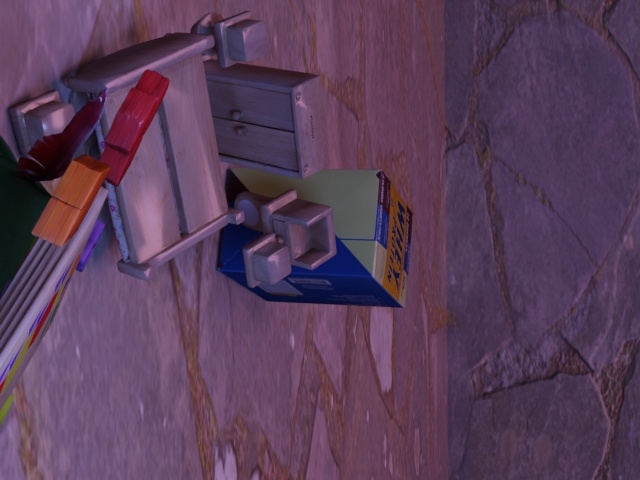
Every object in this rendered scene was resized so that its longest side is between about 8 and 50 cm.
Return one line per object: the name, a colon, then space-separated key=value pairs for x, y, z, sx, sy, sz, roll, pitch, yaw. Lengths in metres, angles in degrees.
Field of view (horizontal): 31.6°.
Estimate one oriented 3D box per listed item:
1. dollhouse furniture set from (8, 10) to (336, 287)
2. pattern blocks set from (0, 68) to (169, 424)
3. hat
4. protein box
dollhouse furniture set: x=-0.169 y=-0.059 z=1.139 sx=0.356 sy=0.174 sz=0.303 roll=-33 pitch=126 yaw=-42
pattern blocks set: x=-0.184 y=0.054 z=0.677 sx=0.285 sy=0.026 sz=0.325 roll=-60 pitch=-172 yaw=29
hat: x=-0.191 y=-0.008 z=0.824 sx=0.208 sy=0.184 sz=0.172 roll=3 pitch=88 yaw=-74
protein box: x=0.000 y=0.000 z=1.457 sx=0.201 sy=0.200 sz=0.135 roll=42 pitch=51 yaw=-70
